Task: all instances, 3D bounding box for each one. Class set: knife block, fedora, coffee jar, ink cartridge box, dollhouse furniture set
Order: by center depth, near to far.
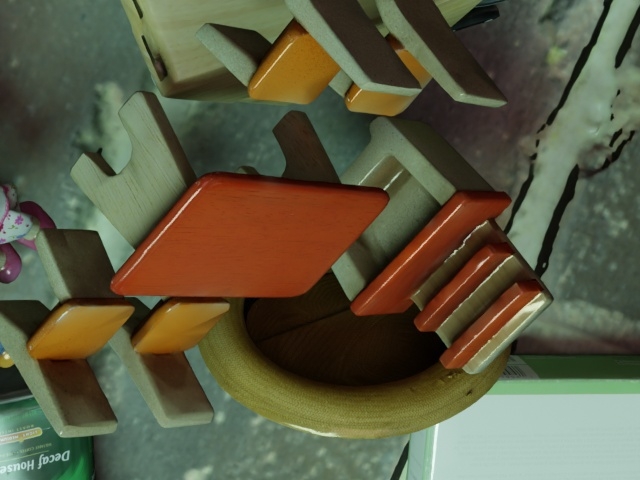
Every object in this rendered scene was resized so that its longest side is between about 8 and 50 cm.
[{"bbox_3d":[0.000,0.000,0.906,0.259,0.135,0.262,2,137,-53],"label":"dollhouse furniture set"},{"bbox_3d":[0.043,-0.163,0.951,0.242,0.276,0.088,-26,84,19],"label":"knife block"},{"bbox_3d":[-0.175,0.169,1.052,0.096,0.079,0.184,-12,106,-12],"label":"coffee jar"},{"bbox_3d":[0.017,0.063,1.060,0.194,0.194,0.079,-5,138,-14],"label":"fedora"},{"bbox_3d":[0.140,0.194,1.156,0.171,0.056,0.235,1,105,-15],"label":"ink cartridge box"}]

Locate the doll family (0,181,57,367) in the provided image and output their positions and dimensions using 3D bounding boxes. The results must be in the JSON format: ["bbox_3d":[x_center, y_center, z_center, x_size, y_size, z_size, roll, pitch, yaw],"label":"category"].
[{"bbox_3d":[-0.244,0.066,0.922,0.263,0.163,0.118,-41,67,14],"label":"doll family"}]
